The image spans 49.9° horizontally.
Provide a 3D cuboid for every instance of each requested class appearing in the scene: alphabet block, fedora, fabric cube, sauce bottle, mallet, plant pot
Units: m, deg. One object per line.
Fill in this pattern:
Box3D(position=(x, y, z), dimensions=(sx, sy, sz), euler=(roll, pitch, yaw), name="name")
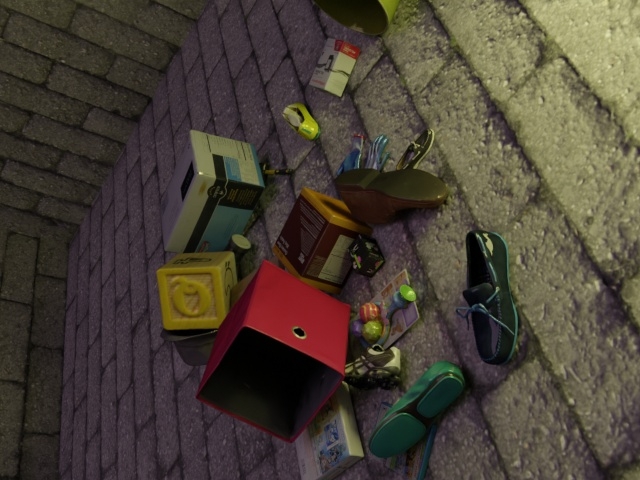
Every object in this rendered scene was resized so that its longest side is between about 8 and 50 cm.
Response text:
Box3D(position=(-0.361, 0.146, 2.056), dimensions=(0.197, 0.193, 0.193), euler=(-68, -27, -75), name="alphabet block")
Box3D(position=(-0.356, 0.306, 2.101), dimensions=(0.275, 0.243, 0.124), euler=(4, 107, 50), name="fedora")
Box3D(position=(-0.100, 0.253, 1.590), dimensions=(0.259, 0.254, 0.258), euler=(-55, 12, 29), name="fabric cube")
Box3D(position=(-0.336, 0.127, 2.220), dimensions=(0.344, 0.111, 0.111), euler=(-55, 36, 23), name="sauce bottle")
Box3D(position=(-0.148, -0.207, 2.172), dimensions=(0.189, 0.039, 0.062), euler=(17, 90, 54), name="mallet")
Box3D(position=(0.140, -0.754, 1.832), dimensions=(0.294, 0.274, 0.274), euler=(-57, 31, -8), name="plant pot")

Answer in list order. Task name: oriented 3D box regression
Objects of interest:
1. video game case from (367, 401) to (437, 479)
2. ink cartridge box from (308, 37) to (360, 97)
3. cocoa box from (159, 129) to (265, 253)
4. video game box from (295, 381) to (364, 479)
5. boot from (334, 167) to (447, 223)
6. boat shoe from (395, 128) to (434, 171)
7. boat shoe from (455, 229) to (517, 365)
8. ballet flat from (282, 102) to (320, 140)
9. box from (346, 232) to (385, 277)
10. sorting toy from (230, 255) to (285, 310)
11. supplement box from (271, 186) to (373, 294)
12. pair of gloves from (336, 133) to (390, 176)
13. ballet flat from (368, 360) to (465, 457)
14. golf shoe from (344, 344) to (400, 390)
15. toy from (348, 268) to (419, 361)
Box3D(position=(0.165, 0.411, 1.409), dimensions=(0.166, 0.015, 0.119), euler=(8, 81, 58), name="video game case")
Box3D(position=(0.039, -0.504, 2.005), dimensions=(0.109, 0.063, 0.151), euler=(35, 104, 57), name="ink cartridge box")
Box3D(position=(-0.358, -0.140, 2.235), dimensions=(0.347, 0.227, 0.231), euler=(-59, 34, 36), name="cocoa box")
Box3D(position=(0.010, 0.444, 1.597), dimensions=(0.187, 0.048, 0.205), euler=(-48, 39, 35), name="video game box")
Box3D(position=(0.172, -0.096, 1.597), dimensions=(0.305, 0.115, 0.112), euler=(10, 39, 45), name="boot")
Box3D(position=(0.220, -0.209, 1.610), dimensions=(0.125, 0.038, 0.046), euler=(-57, 35, 22), name="boat shoe")
Box3D(position=(0.299, 0.105, 1.288), dimensions=(0.109, 0.089, 0.258), euler=(-34, 48, 44), name="boat shoe")
Box3D(position=(-0.073, -0.375, 2.098), dimensions=(0.077, 0.077, 0.231), euler=(-60, 34, 19), name="ballet flat")
Box3D(position=(0.108, 0.037, 1.645), dimensions=(0.062, 0.052, 0.083), euler=(-53, 36, 28), name="box")
Box3D(position=(-0.152, 0.211, 1.916), dimensions=(0.257, 0.089, 0.256), euler=(-35, 48, 45), name="sorting toy")
Box3D(position=(0.000, 0.000, 1.754), dimensions=(0.194, 0.129, 0.191), euler=(-63, 33, 13), name="supplement box")
Box3D(position=(0.109, -0.202, 1.790), dimensions=(0.198, 0.023, 0.159), euler=(15, 87, 58), name="pair of gloves")
Box3D(position=(0.189, 0.328, 1.349), dimensions=(0.247, 0.083, 0.087), euler=(-49, 9, 18), name="ballet flat")
Box3D(position=(0.108, 0.279, 1.520), dimensions=(0.198, 0.077, 0.094), euler=(-13, 51, 48), name="golf shoe")
Box3D(position=(0.121, 0.179, 1.551), dimensions=(0.237, 0.056, 0.137), euler=(-46, 39, 35), name="toy")
